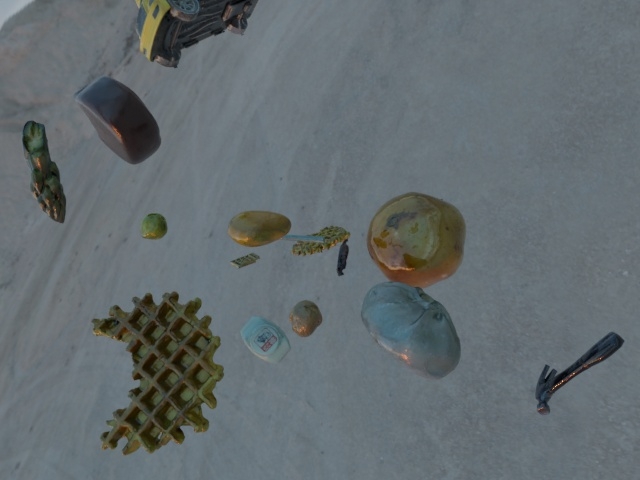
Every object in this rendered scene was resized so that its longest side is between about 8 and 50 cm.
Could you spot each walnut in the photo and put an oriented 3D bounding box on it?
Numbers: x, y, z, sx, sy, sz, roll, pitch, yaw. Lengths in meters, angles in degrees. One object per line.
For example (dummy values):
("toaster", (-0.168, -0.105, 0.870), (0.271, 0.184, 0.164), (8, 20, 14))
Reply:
("walnut", (-0.065, 0.342, 1.786), (0.166, 0.149, 0.167), (4, -90, -87))

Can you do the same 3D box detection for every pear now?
("pear", (-0.572, -0.047, 1.384), (0.097, 0.092, 0.092), (-31, 38, 1))

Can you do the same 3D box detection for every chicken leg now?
("chicken leg", (0.119, 0.067, 2.093), (0.106, 0.051, 0.253), (98, -176, -56))

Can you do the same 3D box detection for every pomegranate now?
("pomegranate", (0.399, -0.001, 1.662), (0.416, 0.416, 0.417), (-32, 44, 38))

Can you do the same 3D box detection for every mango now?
("mango", (-0.108, -0.023, 0.726), (0.079, 0.114, 0.057), (-115, 22, -55))

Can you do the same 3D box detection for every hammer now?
("hammer", (0.664, 0.329, 1.051), (0.137, 0.037, 0.290), (-49, -13, -53))

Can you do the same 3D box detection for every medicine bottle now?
("medicine bottle", (-0.130, 0.235, 0.962), (0.083, 0.121, 0.229), (-49, -3, -13))

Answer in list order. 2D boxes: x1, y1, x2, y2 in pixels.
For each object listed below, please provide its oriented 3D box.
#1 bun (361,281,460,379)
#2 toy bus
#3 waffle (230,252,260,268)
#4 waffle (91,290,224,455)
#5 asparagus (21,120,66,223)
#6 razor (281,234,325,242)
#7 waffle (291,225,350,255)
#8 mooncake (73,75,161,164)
("bun", (0.294, 0.260, 1.249), (0.194, 0.354, 0.354), (-55, 34, 14))
("toy bus", (-0.251, -0.493, 0.819), (0.144, 0.152, 0.330), (-33, 14, 50))
("waffle", (-0.365, 0.099, 1.983), (0.092, 0.135, 0.021), (18, 123, 48))
("waffle", (-0.307, 0.243, 0.780), (0.259, 0.069, 0.293), (-14, 74, 5))
("asparagus", (-0.724, -0.162, 1.061), (0.080, 0.080, 0.287), (-113, 24, -49))
("razor", (-0.087, -0.010, 1.244), (0.211, 0.036, 0.084), (8, 59, 13))
("waffle", (0.000, 0.000, 1.571), (0.231, 0.228, 0.051), (6, 116, 63))
("mooncake", (-0.765, -0.456, 1.551), (0.333, 0.326, 0.174), (21, 62, 45))
